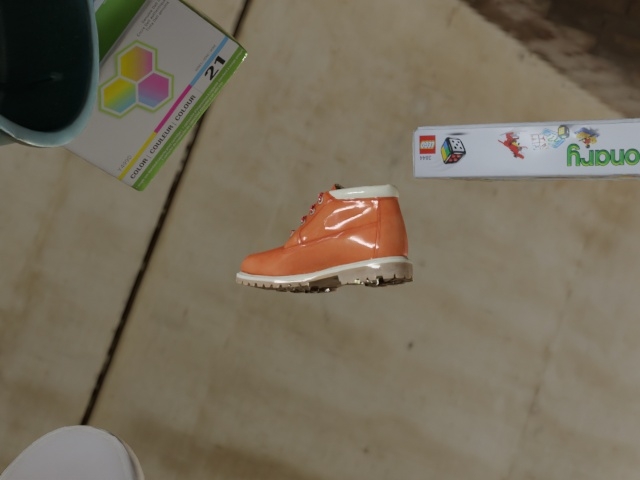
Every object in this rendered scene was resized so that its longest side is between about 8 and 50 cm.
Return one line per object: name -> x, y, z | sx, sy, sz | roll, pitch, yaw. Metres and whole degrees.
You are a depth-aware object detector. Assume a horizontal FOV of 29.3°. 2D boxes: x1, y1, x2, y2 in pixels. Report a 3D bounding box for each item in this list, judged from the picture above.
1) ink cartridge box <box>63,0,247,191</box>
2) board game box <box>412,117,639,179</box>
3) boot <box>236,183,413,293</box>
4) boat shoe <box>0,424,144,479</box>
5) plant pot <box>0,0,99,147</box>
ink cartridge box -> -0.230, -0.190, 1.205 | 0.255, 0.189, 0.097 | 31, -171, -44
board game box -> 0.265, -0.082, 1.151 | 0.305, 0.053, 0.193 | 1, -178, 35
boot -> 0.000, 0.000, 0.981 | 0.158, 0.084, 0.059 | -9, 171, 29
boat shoe -> -0.180, 0.304, 0.837 | 0.127, 0.340, 0.158 | 9, 163, 13
plant pot -> -0.403, -0.192, 0.969 | 0.334, 0.341, 0.341 | -15, 161, 15
